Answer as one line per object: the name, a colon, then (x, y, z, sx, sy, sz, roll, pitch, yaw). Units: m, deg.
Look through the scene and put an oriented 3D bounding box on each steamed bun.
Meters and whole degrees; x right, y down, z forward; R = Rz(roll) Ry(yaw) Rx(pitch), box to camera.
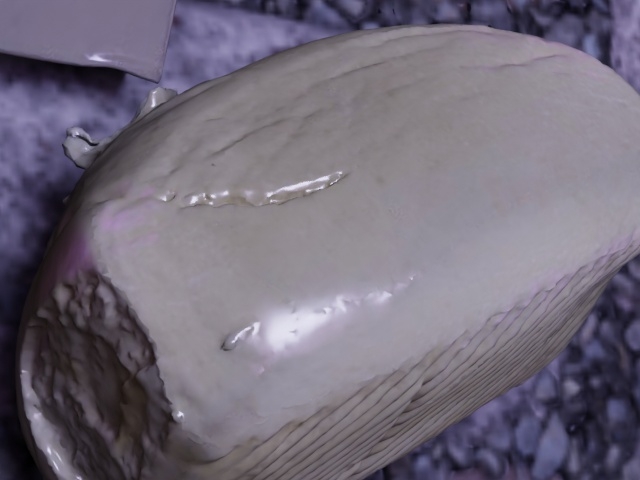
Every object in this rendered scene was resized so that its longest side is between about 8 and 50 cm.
steamed bun: (0.000, 0.000, 0.610, 0.238, 0.170, 0.153, -27, 74, -29)

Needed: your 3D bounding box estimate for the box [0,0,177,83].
box: (-0.118, -0.252, 0.585, 0.204, 0.051, 0.365, 9, 98, -26)
